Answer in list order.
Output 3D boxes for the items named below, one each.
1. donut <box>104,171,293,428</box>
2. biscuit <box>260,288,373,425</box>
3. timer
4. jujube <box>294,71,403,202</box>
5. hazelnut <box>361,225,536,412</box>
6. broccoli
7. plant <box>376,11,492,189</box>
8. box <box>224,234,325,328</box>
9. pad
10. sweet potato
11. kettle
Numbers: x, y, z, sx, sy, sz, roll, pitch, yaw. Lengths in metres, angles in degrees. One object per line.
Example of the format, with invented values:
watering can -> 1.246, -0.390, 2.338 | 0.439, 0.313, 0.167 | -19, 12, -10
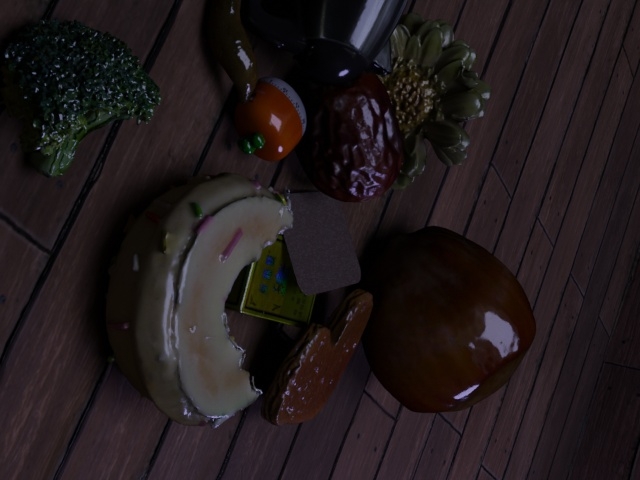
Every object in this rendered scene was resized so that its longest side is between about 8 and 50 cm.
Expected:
donut -> -0.182, 0.080, 1.601 | 0.307, 0.150, 0.370 | 12, 89, -59
biscuit -> -0.007, 0.201, 1.959 | 0.262, 0.052, 0.277 | -65, 161, 5
timer -> -0.087, -0.180, 1.730 | 0.136, 0.099, 0.136 | -12, 107, -43
jujube -> 0.045, -0.174, 1.861 | 0.183, 0.183, 0.243 | -55, 144, -34
hazelnut -> 0.245, 0.152, 2.185 | 0.366, 0.366, 0.365 | -26, 121, -53
broccoli -> -0.303, -0.158, 1.342 | 0.219, 0.194, 0.194 | -71, 158, -62
plant -> 0.139, -0.278, 2.029 | 0.306, 0.297, 0.261 | -42, 124, 18
box -> -0.081, 0.062, 1.844 | 0.220, 0.064, 0.140 | 22, 82, -61
pad -> 0.000, 0.000, 1.917 | 0.266, 0.002, 0.176 | -9, 82, -65
sweet potato -> -0.135, -0.325, 1.633 | 0.069, 0.059, 0.249 | -12, 98, -32
kettle -> 0.028, -0.381, 1.726 | 0.251, 0.207, 0.271 | 32, 67, -54
